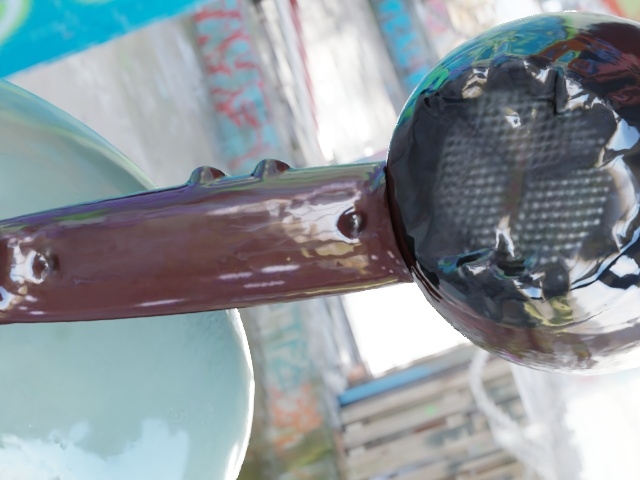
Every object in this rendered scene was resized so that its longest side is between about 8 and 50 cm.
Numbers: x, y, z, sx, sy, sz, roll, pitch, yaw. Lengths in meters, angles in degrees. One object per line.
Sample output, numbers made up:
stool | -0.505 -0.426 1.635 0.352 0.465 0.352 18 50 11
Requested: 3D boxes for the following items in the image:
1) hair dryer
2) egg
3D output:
hair dryer | 0.000 0.000 0.626 0.312 0.340 0.123 11 72 -75
egg | -0.218 0.043 0.841 0.389 0.276 0.276 27 1 12
